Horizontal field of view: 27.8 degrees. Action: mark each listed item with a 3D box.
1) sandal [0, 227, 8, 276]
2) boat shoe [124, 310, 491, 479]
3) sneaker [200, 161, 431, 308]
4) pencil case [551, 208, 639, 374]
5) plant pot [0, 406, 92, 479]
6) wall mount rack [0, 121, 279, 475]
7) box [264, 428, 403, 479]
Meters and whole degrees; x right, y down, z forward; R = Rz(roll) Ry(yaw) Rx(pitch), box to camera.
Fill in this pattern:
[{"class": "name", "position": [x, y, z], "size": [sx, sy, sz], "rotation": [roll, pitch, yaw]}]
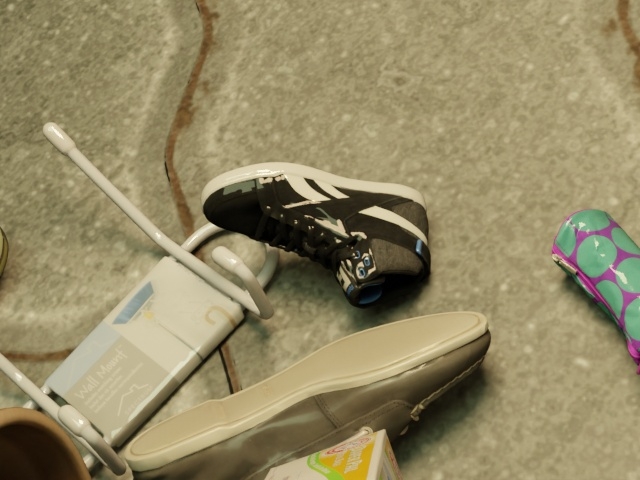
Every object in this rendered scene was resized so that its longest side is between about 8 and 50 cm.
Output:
[{"class": "sandal", "position": [-0.432, 0.093, 1.308], "size": [0.120, 0.086, 0.303], "rotation": [17, 71, 30]}, {"class": "boat shoe", "position": [-0.002, 0.159, 1.119], "size": [0.335, 0.095, 0.112], "rotation": [-22, 15, 0]}, {"class": "sneaker", "position": [0.000, 0.000, 1.179], "size": [0.217, 0.079, 0.121], "rotation": [4, 50, -11]}, {"class": "pencil case", "position": [0.259, 0.043, 1.107], "size": [0.070, 0.064, 0.152], "rotation": [-21, 49, -15]}, {"class": "plant pot", "position": [-0.333, 0.271, 1.043], "size": [0.229, 0.263, 0.263], "rotation": [-6, 54, 19]}, {"class": "wall mount rack", "position": [-0.222, 0.054, 1.237], "size": [0.304, 0.130, 0.350], "rotation": [32, 71, 35]}, {"class": "box", "position": [0.016, 0.225, 0.965], "size": [0.103, 0.203, 0.114], "rotation": [-20, 90, 5]}]
